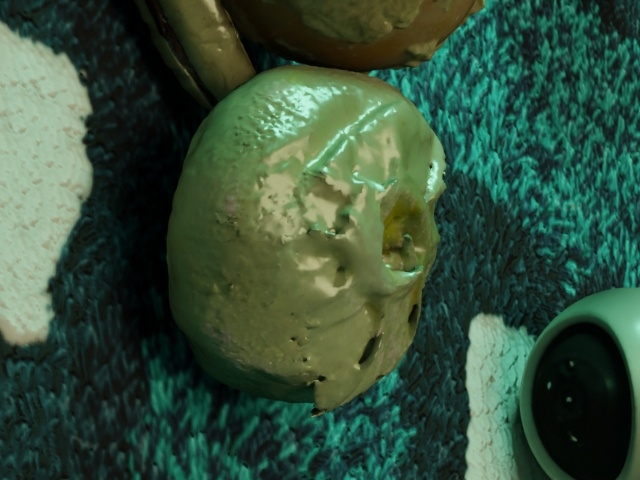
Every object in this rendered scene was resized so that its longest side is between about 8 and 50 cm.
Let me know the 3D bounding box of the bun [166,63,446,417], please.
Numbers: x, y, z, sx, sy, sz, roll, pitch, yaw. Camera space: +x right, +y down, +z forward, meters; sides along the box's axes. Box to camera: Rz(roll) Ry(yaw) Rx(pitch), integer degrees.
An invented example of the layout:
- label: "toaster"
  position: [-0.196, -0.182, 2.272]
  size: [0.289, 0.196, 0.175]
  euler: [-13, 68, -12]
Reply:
- label: "bun"
  position: [0.000, 0.000, 1.294]
  size: [0.239, 0.141, 0.239]
  euler: [-19, 113, -53]

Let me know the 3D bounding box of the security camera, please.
- label: "security camera"
  position: [0.272, 0.152, 1.617]
  size: [0.194, 0.194, 0.236]
  euler: [-32, 109, -54]

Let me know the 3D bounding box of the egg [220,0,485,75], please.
- label: "egg"
  position: [0.007, -0.225, 1.348]
  size: [0.245, 0.203, 0.203]
  euler: [39, 41, 2]

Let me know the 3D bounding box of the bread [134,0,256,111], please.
- label: "bread"
  position: [-0.100, -0.165, 1.306]
  size: [0.053, 0.073, 0.214]
  euler: [-32, 113, -11]
